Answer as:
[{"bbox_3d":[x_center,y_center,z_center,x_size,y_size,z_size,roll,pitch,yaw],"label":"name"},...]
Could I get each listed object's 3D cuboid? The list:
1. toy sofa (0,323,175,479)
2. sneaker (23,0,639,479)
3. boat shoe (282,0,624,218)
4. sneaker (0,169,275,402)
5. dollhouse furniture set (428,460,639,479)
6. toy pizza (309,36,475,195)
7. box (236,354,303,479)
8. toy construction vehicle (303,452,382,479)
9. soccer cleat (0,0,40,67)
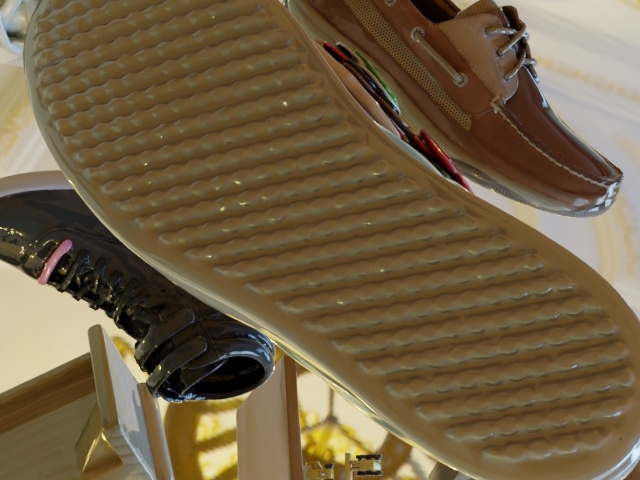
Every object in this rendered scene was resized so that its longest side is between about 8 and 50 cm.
[{"bbox_3d":[-0.315,0.247,1.175,0.362,0.177,0.150,-25,-142,1],"label":"toy sofa"},{"bbox_3d":[0.000,0.000,0.607,0.135,0.150,0.366,-44,-113,-4],"label":"sneaker"},{"bbox_3d":[0.116,-0.140,1.026,0.324,0.116,0.123,37,-155,7],"label":"boat shoe"},{"bbox_3d":[-0.151,0.043,1.005,0.295,0.104,0.147,16,-134,-29],"label":"sneaker"},{"bbox_3d":[0.155,0.172,0.859,0.144,0.151,0.123,4,-134,-22],"label":"dollhouse furniture set"},{"bbox_3d":[0.041,-0.076,0.821,0.032,0.201,0.201,-43,-117,3],"label":"toy pizza"},{"bbox_3d":[-0.062,0.263,1.520,0.021,0.164,0.201,12,-126,-22],"label":"box"},{"bbox_3d":[0.020,0.284,1.434,0.098,0.035,0.086,-4,-101,26],"label":"toy construction vehicle"},{"bbox_3d":[-0.197,-0.145,0.774,0.331,0.116,0.143,10,-155,27],"label":"soccer cleat"}]
